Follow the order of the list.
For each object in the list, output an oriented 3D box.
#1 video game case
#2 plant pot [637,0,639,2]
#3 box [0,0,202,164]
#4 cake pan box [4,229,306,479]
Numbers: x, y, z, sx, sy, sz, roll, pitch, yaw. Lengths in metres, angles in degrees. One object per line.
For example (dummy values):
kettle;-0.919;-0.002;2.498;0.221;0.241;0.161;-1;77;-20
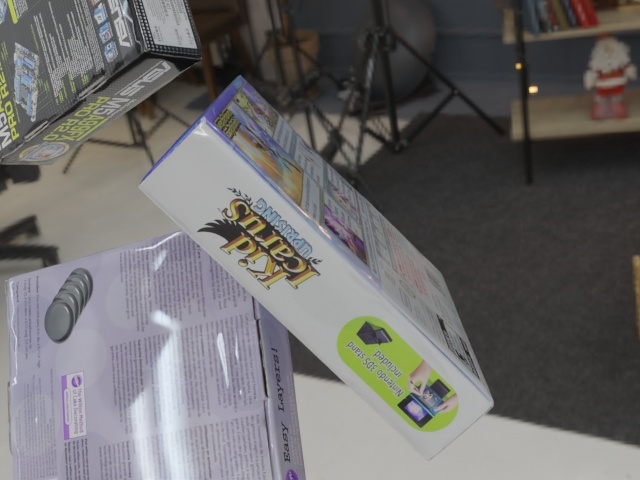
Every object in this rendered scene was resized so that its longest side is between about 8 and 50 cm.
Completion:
video game case;0.000;0.000;0.686;0.061;0.244;0.269;-43;10;10
plant pot;0.231;-0.293;0.675;0.191;0.284;0.284;5;30;22
box;-0.219;-0.226;0.791;0.216;0.270;0.060;-26;-13;39
cake pan box;-0.142;0.131;0.802;0.245;0.070;0.267;-17;68;20
